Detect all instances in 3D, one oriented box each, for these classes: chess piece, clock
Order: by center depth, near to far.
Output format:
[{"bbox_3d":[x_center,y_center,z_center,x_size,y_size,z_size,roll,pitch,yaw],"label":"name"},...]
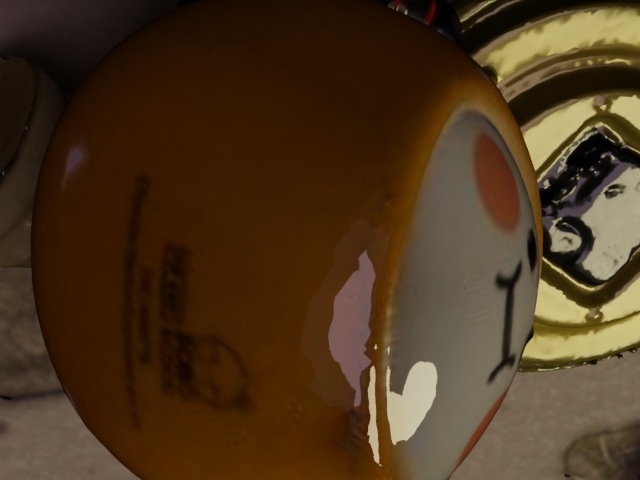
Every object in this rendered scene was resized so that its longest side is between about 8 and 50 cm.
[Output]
[{"bbox_3d":[-0.087,0.002,0.672,0.090,0.090,0.200,-44,129,16],"label":"chess piece"},{"bbox_3d":[0.129,-0.022,0.702,0.237,0.057,0.237,-4,120,-7],"label":"clock"}]

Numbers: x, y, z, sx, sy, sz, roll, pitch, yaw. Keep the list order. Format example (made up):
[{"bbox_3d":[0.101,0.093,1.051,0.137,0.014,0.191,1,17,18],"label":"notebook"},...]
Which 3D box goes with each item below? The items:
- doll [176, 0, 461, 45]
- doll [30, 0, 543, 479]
[{"bbox_3d":[-0.041,-0.148,0.588,0.127,0.088,0.249,-51,127,-3],"label":"doll"},{"bbox_3d":[0.000,0.000,0.580,0.213,0.236,0.213,7,106,24],"label":"doll"}]
